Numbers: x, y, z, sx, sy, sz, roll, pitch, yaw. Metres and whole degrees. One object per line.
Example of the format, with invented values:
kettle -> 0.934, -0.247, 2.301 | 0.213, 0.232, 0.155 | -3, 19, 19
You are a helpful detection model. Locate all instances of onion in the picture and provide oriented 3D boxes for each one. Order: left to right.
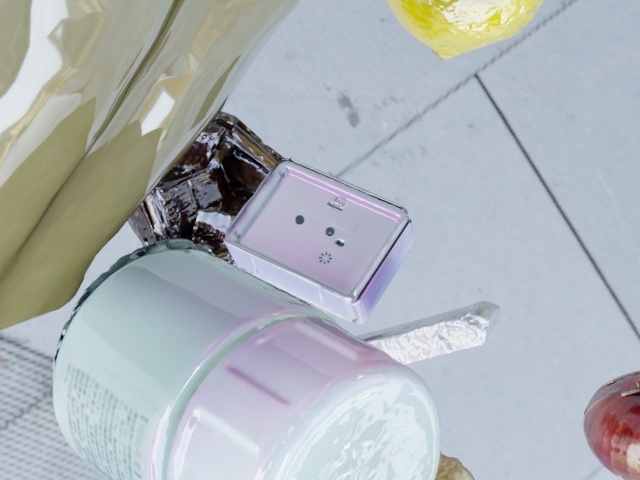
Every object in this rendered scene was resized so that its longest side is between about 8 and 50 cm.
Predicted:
onion -> 0.506, 0.268, 1.611 | 0.248, 0.248, 0.161 | 12, 116, -21

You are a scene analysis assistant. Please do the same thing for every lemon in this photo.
lemon -> 0.202, -0.393, 1.505 | 0.253, 0.253, 0.311 | -1, 115, -16

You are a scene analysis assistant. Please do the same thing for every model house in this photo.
model house -> -0.152, -0.016, 1.666 | 0.297, 0.282, 0.317 | 2, 126, 20

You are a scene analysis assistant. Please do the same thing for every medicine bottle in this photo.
medicine bottle -> -0.039, 0.087, 0.552 | 0.135, 0.168, 0.135 | -19, 119, -38

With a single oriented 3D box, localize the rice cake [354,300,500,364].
rice cake -> 0.092, 0.151, 1.544 | 0.365, 0.072, 0.056 | -20, 96, 37

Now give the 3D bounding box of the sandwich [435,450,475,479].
sandwich -> 0.053, 0.334, 0.827 | 0.288, 0.099, 0.254 | -53, 126, -37

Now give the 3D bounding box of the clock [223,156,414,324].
clock -> -0.001, 0.000, 1.338 | 0.145, 0.193, 0.073 | -55, 154, -21

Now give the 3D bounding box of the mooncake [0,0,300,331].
mooncake -> -0.232, -0.171, 0.448 | 0.467, 0.467, 0.262 | 31, 98, -26
